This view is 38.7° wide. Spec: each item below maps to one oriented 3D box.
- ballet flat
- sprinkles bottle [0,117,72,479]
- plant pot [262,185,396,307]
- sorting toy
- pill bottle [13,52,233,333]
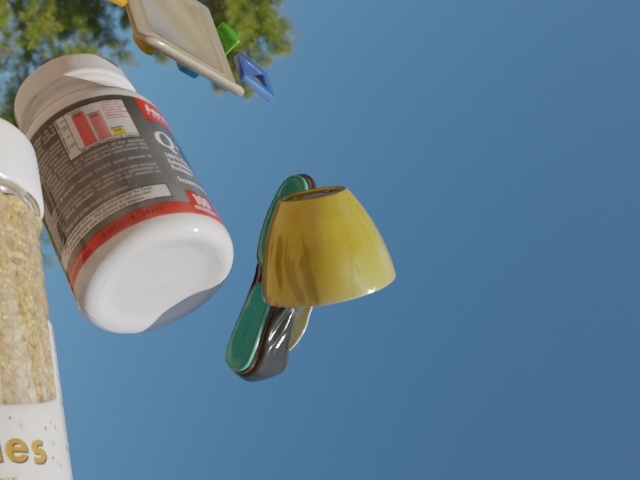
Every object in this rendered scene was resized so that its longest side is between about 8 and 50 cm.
[{"bbox_3d":[-0.046,0.053,1.212,0.095,0.096,0.281,21,-88,48],"label":"ballet flat"},{"bbox_3d":[-0.200,0.100,0.503,0.121,0.121,0.356,-34,-121,34],"label":"sprinkles bottle"},{"bbox_3d":[0.000,0.000,0.894,0.134,0.134,0.095,5,-70,55],"label":"plant pot"},{"bbox_3d":[-0.197,-0.275,1.177,0.047,0.347,0.196,-39,-125,21],"label":"sorting toy"},{"bbox_3d":[-0.278,-0.074,1.222,0.210,0.210,0.363,-46,-124,21],"label":"pill bottle"}]
